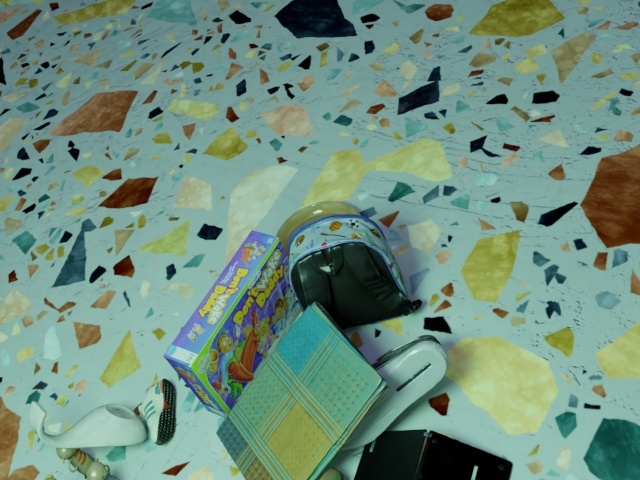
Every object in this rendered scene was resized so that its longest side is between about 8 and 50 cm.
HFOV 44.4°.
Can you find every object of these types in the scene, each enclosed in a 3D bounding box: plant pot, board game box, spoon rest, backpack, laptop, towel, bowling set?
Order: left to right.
[{"bbox_3d":[-0.493,0.396,1.668,0.137,0.276,0.084,28,96,43],"label":"spoon rest"},{"bbox_3d":[-0.463,0.523,1.599,0.199,0.154,0.287,-13,48,10],"label":"bowling set"},{"bbox_3d":[-0.173,0.186,1.727,0.078,0.233,0.347,15,58,31],"label":"board game box"},{"bbox_3d":[-0.046,0.338,1.571,0.370,0.040,0.271,-55,47,12],"label":"towel"},{"bbox_3d":[0.000,0.000,1.959,0.236,0.032,0.236,-11,47,12],"label":"plant pot"},{"bbox_3d":[0.052,0.063,1.726,0.276,0.263,0.213,-19,47,6],"label":"backpack"},{"bbox_3d":[0.193,0.492,1.473,0.264,0.136,0.234,21,58,4],"label":"laptop"}]

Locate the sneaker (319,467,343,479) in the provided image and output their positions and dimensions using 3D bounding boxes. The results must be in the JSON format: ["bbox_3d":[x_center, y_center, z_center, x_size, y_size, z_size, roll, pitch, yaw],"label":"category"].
[{"bbox_3d":[0.010,0.532,1.474,0.086,0.064,0.192,19,66,35],"label":"sneaker"}]

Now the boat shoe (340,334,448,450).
[{"bbox_3d":[0.120,0.311,1.591,0.335,0.121,0.119,-34,3,12],"label":"boat shoe"}]

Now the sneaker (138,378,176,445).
[{"bbox_3d":[-0.369,0.391,1.755,0.075,0.057,0.161,-25,45,21],"label":"sneaker"}]
